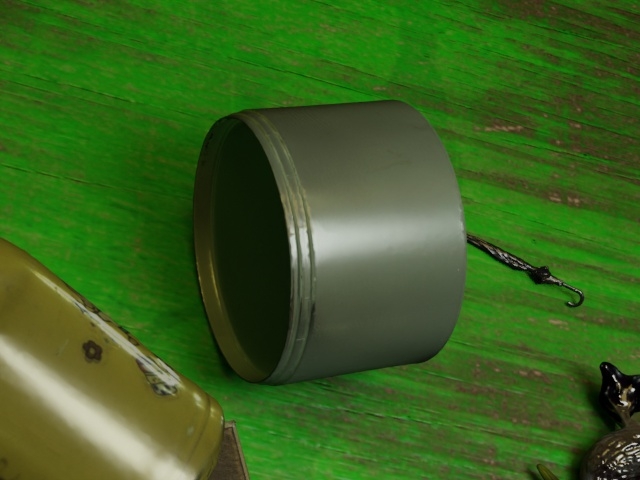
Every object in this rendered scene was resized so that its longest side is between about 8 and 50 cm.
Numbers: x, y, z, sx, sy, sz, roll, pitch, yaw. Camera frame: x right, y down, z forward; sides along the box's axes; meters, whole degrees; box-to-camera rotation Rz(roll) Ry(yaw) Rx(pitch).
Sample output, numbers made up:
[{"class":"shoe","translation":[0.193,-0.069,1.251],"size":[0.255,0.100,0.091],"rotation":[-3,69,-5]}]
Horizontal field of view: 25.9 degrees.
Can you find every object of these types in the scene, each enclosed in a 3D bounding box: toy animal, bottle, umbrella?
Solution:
[{"class":"toy animal","translation":[0.267,0.189,1.236],"size":[0.105,0.070,0.202],"rotation":[26,58,28]},{"class":"bottle","translation":[-0.245,0.078,0.970],"size":[0.351,0.171,0.171],"rotation":[42,53,-15]},{"class":"umbrella","translation":[0.190,0.020,1.336],"size":[0.148,0.022,0.022],"rotation":[32,17,0]}]

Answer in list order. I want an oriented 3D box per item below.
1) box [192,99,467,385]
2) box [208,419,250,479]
[{"class":"box","translation":[0.000,0.000,1.148],"size":[0.149,0.226,0.226],"rotation":[-6,63,-24]},{"class":"box","translation":[-0.099,0.193,1.112],"size":[0.079,0.035,0.083],"rotation":[-6,63,-24]}]
